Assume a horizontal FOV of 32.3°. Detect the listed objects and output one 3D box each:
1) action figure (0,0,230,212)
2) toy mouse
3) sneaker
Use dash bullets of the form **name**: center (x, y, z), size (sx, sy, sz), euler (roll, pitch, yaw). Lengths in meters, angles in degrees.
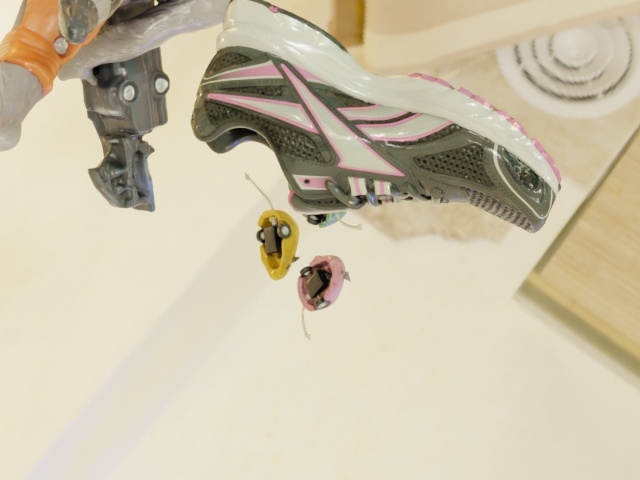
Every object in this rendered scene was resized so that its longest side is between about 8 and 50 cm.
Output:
- **action figure**: center (-0.128, -0.154, 0.750), size (0.179, 0.330, 0.341), euler (5, 118, 27)
- **toy mouse**: center (0.000, 0.000, 0.940), size (0.143, 0.031, 0.161), euler (-21, 77, 50)
- **sneaker**: center (0.020, -0.040, 0.512), size (0.178, 0.077, 0.072), euler (26, 173, 15)
